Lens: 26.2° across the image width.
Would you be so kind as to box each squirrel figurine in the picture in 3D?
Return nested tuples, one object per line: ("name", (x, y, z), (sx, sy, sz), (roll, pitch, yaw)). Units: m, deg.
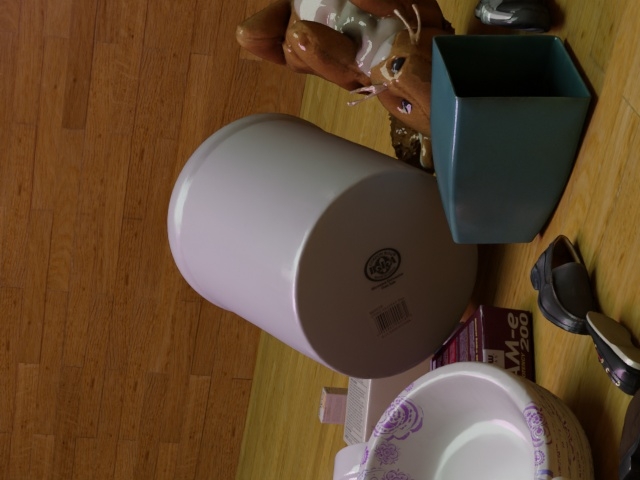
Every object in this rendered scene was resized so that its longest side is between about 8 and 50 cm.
("squirrel figurine", (0.135, -0.260, 1.998), (0.281, 0.397, 0.370), (-51, 49, 5))

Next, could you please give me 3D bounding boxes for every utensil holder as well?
("utensil holder", (0.000, 0.000, 2.031), (0.385, 0.327, 0.327), (25, 111, 57))

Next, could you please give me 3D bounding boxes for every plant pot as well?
("plant pot", (0.226, -0.120, 1.748), (0.165, 0.165, 0.234), (-100, 11, -54))

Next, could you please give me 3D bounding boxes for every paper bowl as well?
("paper bowl", (0.186, 0.292, 1.574), (0.284, 0.148, 0.284), (-23, 55, 37))

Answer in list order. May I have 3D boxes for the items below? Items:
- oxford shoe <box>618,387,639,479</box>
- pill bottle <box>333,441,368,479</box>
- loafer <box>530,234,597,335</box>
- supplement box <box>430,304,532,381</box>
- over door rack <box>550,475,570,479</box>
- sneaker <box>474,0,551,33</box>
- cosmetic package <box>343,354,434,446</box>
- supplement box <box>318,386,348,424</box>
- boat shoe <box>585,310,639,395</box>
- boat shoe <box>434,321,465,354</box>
("oxford shoe", (0.327, 0.152, 1.275), (0.227, 0.083, 0.096), (114, 163, -56))
("pill bottle", (0.099, 0.450, 1.733), (0.210, 0.210, 0.363), (116, 159, -61))
("loafer", (0.285, 0.052, 1.599), (0.170, 0.062, 0.061), (-108, 31, -61))
("supplement box", (0.214, 0.188, 1.862), (0.239, 0.073, 0.130), (118, 155, -66))
("over door rack", (0.275, 0.243, 1.077), (0.324, 0.239, 0.108), (130, 142, -70))
("sneaker", (0.261, -0.354, 1.853), (0.229, 0.086, 0.132), (-122, 41, -74))
("cosmetic package", (0.118, 0.195, 2.256), (0.160, 0.113, 0.309), (-156, 72, -78))
("supplement box", (0.050, 0.311, 2.582), (0.036, 0.098, 0.062), (-115, 32, -69))
("boat shoe", (0.310, 0.117, 1.459), (0.133, 0.049, 0.042), (-116, 40, -61))
("boat shoe", (0.198, 0.154, 2.055), (0.046, 0.038, 0.125), (-44, 0, -24))
